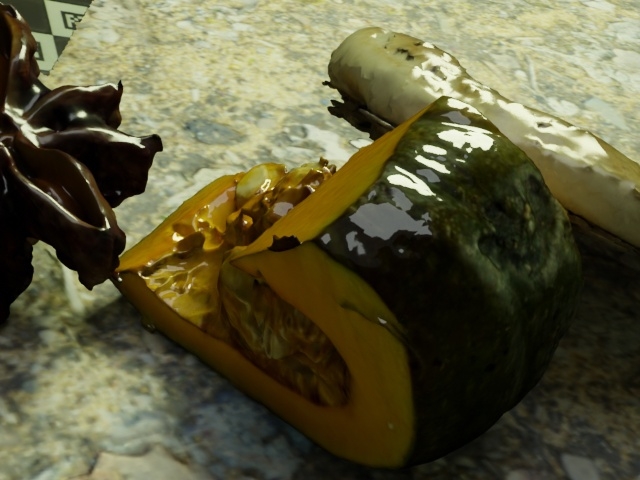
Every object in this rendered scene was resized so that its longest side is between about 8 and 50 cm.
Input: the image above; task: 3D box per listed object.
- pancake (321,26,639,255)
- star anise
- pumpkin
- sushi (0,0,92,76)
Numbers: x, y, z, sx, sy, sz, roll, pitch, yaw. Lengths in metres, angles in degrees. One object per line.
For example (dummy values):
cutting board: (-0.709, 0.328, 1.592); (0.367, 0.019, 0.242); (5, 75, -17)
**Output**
pancake: (0.171, -0.051, 0.822); (0.382, 0.071, 0.382); (24, 10, -5)
star anise: (-0.195, -0.041, 0.747); (0.190, 0.126, 0.220); (-15, 56, 9)
pumpkin: (-0.001, 0.001, 0.670); (0.280, 0.190, 0.139); (31, 55, 25)
sushi: (-0.339, -0.239, 1.021); (0.290, 0.050, 0.264); (23, 37, -9)
